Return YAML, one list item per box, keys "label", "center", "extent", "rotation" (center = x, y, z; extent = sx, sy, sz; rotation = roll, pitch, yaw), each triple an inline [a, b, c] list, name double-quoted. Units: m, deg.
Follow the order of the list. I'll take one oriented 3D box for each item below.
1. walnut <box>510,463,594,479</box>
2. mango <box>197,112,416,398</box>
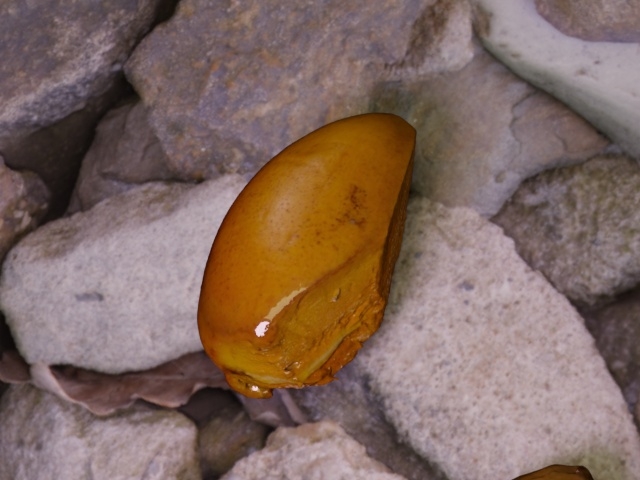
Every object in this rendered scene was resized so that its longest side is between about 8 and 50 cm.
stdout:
- label: "walnut"
  center: [0.195, 0.328, 1.420]
  extent: [0.137, 0.137, 0.245]
  rotation: [36, 90, 15]
- label: "mango"
  center: [0.000, 0.000, 1.513]
  extent: [0.199, 0.201, 0.350]
  rotation: [32, 69, -12]
